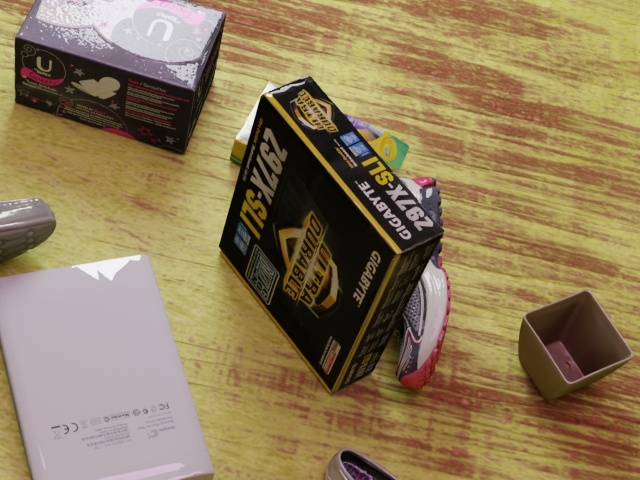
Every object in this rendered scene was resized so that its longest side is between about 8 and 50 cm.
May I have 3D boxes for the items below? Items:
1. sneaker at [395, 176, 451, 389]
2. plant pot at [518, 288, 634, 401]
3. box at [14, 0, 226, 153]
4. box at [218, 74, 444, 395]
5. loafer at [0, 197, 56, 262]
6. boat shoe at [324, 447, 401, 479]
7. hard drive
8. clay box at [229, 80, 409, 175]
[{"bbox_3d":[0.101,0.054,1.687,0.112,0.121,0.299,1,56,-7],"label":"sneaker"},{"bbox_3d":[0.317,0.145,1.691,0.109,0.096,0.109,-19,63,-24],"label":"plant pot"},{"bbox_3d":[-0.273,-0.253,1.791,0.247,0.142,0.163,18,54,-2],"label":"box"},{"bbox_3d":[0.000,0.000,1.573,0.079,0.322,0.257,-25,66,-29],"label":"box"},{"bbox_3d":[-0.486,-0.016,1.594,0.319,0.112,0.111,-10,68,-20],"label":"loafer"},{"bbox_3d":[0.087,0.310,1.540,0.184,0.063,0.066,42,57,16],"label":"boat shoe"},{"bbox_3d":[-0.266,0.167,1.566,0.203,0.040,0.307,-10,59,-20],"label":"hard drive"},{"bbox_3d":[0.001,-0.124,1.825,0.222,0.053,0.127,25,54,2],"label":"clay box"}]
